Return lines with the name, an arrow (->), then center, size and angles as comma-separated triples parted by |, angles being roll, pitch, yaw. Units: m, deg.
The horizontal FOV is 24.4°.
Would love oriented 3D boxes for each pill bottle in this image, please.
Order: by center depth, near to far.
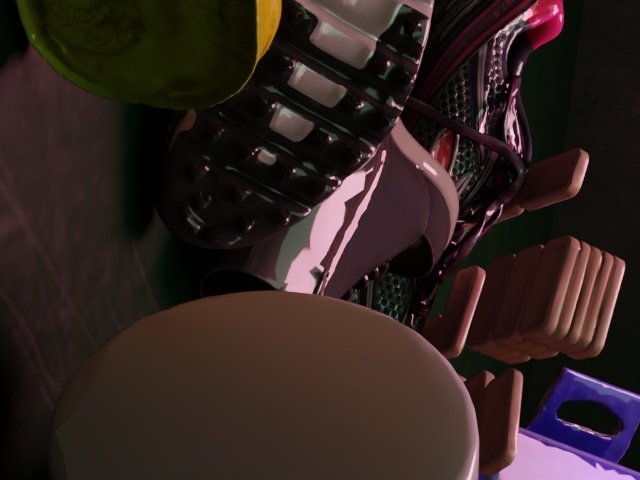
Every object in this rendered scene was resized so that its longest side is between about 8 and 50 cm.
pill bottle -> -0.016, 0.172, 0.511 | 0.169, 0.169, 0.302 | -65, 161, -51

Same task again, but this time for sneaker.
sneaker -> -0.001, -0.105, 0.581 | 0.234, 0.078, 0.106 | -62, -152, -1
sneaker -> 0.000, 0.000, 0.700 | 0.222, 0.083, 0.118 | 49, 55, -62
sneaker -> 0.065, -0.027, 0.868 | 0.121, 0.112, 0.299 | 29, 71, -77

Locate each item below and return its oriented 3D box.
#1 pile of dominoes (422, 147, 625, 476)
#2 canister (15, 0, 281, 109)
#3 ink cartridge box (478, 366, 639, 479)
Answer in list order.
pile of dominoes -> 0.092, 0.058, 0.910 | 0.251, 0.040, 0.196 | -23, -135, 65
canister -> -0.032, -0.140, 0.441 | 0.126, 0.073, 0.170 | 87, 16, -44
ink cartridge box -> 0.166, 0.305, 1.170 | 0.151, 0.270, 0.396 | -14, -121, 55
